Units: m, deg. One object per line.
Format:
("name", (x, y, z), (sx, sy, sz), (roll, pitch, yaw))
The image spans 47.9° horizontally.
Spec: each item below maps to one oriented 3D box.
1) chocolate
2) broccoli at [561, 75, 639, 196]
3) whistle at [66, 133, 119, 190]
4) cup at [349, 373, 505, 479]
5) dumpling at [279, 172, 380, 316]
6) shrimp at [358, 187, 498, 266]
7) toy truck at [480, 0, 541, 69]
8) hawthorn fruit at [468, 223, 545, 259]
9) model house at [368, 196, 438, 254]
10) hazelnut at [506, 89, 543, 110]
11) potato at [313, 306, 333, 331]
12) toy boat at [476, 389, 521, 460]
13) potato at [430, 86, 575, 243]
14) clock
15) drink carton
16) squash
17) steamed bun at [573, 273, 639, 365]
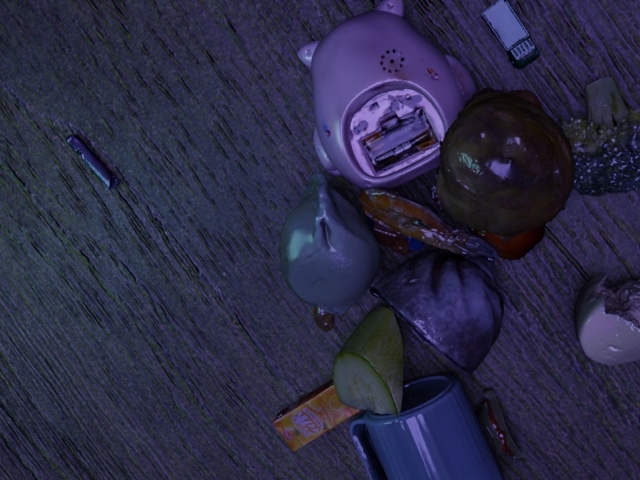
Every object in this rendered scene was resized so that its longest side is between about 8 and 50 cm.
("chocolate", (0.285, 0.130, 1.581), (0.303, 0.303, 0.213), (41, 91, 3))
("broccoli", (0.601, -0.214, 1.496), (0.247, 0.263, 0.243), (0, 74, -19))
("whistle", (-0.585, -0.201, 1.849), (0.033, 0.033, 0.176), (-43, 88, 18))
("cup", (0.256, 0.498, 1.697), (0.257, 0.331, 0.311), (-24, 93, -17))
("dumpling", (-0.001, 0.014, 1.615), (0.270, 0.212, 0.320), (42, 123, 17))
("shrimp", (0.223, -0.034, 1.492), (0.317, 0.164, 0.062), (24, 79, 10))
("toy truck", (0.407, -0.438, 1.534), (0.065, 0.079, 0.147), (-34, 94, 17))
("hawthorn fruit", (0.394, -0.048, 1.575), (0.188, 0.169, 0.169), (26, 106, 6))
("model house", (0.179, -0.029, 1.635), (0.148, 0.148, 0.119), (17, 107, 7))
("hazelnut", (0.406, -0.247, 1.552), (0.150, 0.150, 0.150), (3, 102, 13))
("potato", (0.005, 0.181, 1.774), (0.047, 0.045, 0.092), (-12, 103, -15))
("toy boat", (0.416, 0.450, 1.713), (0.071, 0.089, 0.185), (-26, 94, -26))
("potato", (0.360, -0.126, 1.336), (0.289, 0.237, 0.300), (10, 102, -11))
("clock", (0.134, -0.300, 1.537), (0.368, 0.250, 0.376), (-26, 94, 16))
("drink carton", (-0.003, 0.430, 1.812), (0.223, 0.071, 0.096), (-35, 92, 17))
("squash", (0.132, 0.272, 1.661), (0.237, 0.155, 0.204), (-8, 101, 55))
("steamed bun", (0.633, 0.157, 1.519), (0.200, 0.225, 0.170), (-19, 96, 18))
